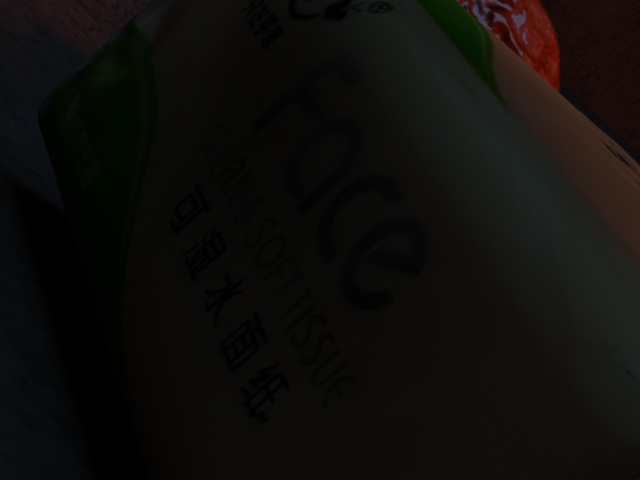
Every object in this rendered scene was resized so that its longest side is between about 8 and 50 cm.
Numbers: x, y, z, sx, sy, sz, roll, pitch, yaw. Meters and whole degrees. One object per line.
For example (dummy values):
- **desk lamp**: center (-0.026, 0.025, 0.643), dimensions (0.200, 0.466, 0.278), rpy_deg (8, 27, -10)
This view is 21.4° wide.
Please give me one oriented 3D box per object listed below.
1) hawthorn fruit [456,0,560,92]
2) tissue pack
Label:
- **hawthorn fruit**: center (0.078, -0.117, 1.309), dimensions (0.207, 0.207, 0.243), rpy_deg (45, 26, 1)
- **tissue pack**: center (0.085, 0.076, 0.698), dimensions (0.332, 0.205, 0.405), rpy_deg (40, 14, -36)
